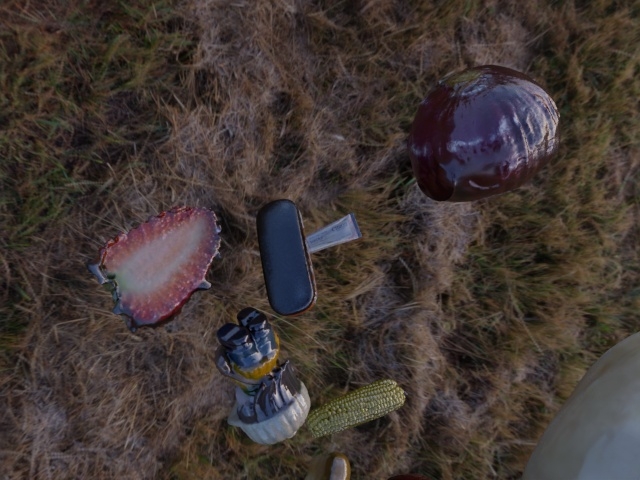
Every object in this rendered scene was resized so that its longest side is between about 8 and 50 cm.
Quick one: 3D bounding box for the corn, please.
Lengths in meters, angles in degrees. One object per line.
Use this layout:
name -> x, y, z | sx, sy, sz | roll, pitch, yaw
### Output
corn -> 0.107, 0.472, 1.431 | 0.310, 0.101, 0.101 | -16, 87, -11

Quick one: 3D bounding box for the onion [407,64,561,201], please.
onion -> 0.269, -0.166, 0.847 | 0.206, 0.207, 0.216 | -34, 117, -18

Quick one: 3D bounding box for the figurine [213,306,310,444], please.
figurine -> -0.128, 0.331, 1.171 | 0.204, 0.332, 0.185 | 28, 46, 31

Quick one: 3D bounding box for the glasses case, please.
glasses case -> -0.076, 0.032, 1.081 | 0.103, 0.067, 0.267 | -15, 64, 9

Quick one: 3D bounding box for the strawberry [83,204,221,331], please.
strawberry -> -0.361, 0.059, 1.184 | 0.306, 0.138, 0.233 | -34, 89, -20

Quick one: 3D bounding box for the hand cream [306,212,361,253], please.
hand cream -> 0.000, 0.000, 1.273 | 0.209, 0.043, 0.067 | -23, 99, -8

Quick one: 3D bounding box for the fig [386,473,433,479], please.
fig -> 0.207, 0.594, 1.102 | 0.190, 0.290, 0.191 | -2, 81, 12

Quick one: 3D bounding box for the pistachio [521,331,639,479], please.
pistachio -> 0.267, 0.168, 0.407 | 0.229, 0.157, 0.157 | -40, 92, 3

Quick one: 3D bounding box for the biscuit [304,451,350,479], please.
biscuit -> -0.010, 0.562, 1.038 | 0.062, 0.291, 0.237 | 20, 61, 0
